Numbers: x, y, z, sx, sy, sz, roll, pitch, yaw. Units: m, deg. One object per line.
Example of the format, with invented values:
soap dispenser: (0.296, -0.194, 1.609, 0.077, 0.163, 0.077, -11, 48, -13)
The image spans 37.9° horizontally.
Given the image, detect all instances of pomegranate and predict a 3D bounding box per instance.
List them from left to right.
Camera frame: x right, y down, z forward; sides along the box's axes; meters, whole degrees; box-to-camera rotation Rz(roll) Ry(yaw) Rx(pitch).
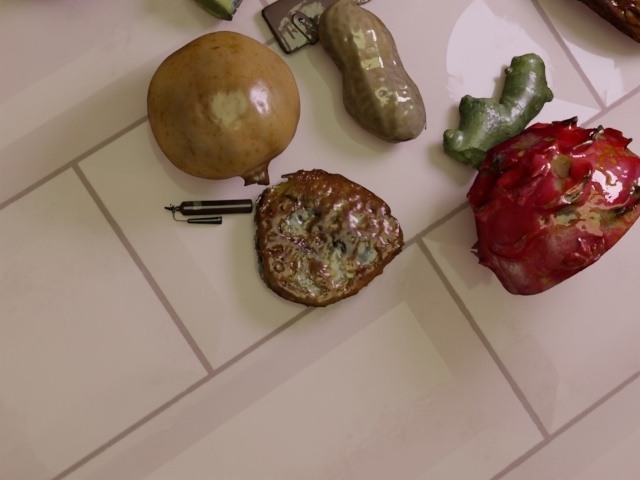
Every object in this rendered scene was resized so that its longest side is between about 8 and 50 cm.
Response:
pomegranate: (-0.183, -0.255, 1.754, 0.307, 0.307, 0.307, 1, 86, -8)

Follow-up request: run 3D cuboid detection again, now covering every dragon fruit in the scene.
dragon fruit: (0.422, -0.092, 1.765, 0.371, 0.386, 0.249, -39, 105, 18)

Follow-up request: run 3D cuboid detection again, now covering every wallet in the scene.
wallet: (-0.031, -0.457, 1.901, 0.152, 0.039, 0.118, -32, 89, -10)

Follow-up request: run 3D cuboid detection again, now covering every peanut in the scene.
peanut: (0.101, -0.336, 1.858, 0.149, 0.149, 0.313, -25, 95, -9)

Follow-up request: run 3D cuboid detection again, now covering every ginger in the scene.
ginger: (0.367, -0.267, 1.920, 0.290, 0.089, 0.137, -39, 73, -5)

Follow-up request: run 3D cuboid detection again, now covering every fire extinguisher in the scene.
fire extinguisher: (-0.222, -0.057, 1.851, 0.173, 0.035, 0.049, -2, 124, -8)

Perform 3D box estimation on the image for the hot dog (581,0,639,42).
hot dog: (0.634, -0.582, 1.934, 0.387, 0.174, 0.267, 36, 84, -5)

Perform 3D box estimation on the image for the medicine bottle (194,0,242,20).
medicine bottle: (-0.161, -0.563, 1.851, 0.124, 0.124, 0.239, 36, 81, -4)

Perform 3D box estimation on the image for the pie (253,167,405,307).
pie: (0.000, 0.000, 1.848, 0.308, 0.085, 0.308, 0, 84, -4)

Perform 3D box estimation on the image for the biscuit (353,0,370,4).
biscuit: (0.071, -0.546, 1.932, 0.120, 0.015, 0.120, 1, 86, -7)
